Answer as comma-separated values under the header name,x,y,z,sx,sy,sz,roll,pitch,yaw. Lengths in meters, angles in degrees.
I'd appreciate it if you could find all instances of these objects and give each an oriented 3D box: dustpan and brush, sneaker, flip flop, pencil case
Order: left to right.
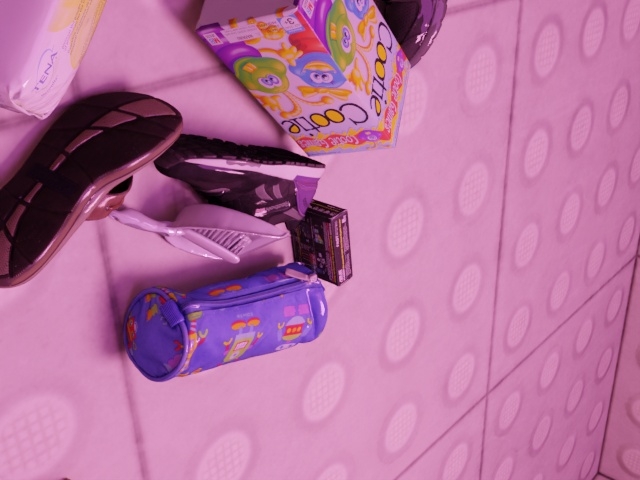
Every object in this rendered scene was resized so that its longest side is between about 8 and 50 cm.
name,x,y,z,sx,sy,sz,roll,pitch,yaw
flip flop,-0.258,-0.056,0.793,0.277,0.112,0.080,-55,166,-22
dustpan and brush,-0.163,-0.012,0.928,0.211,0.147,0.060,28,64,-25
pencil case,-0.113,0.103,1.012,0.306,0.119,0.133,-8,141,-49
sneaker,-0.103,-0.060,0.972,0.283,0.107,0.124,2,110,-51
sneaker,0.119,-0.425,1.092,0.140,0.125,0.340,1,110,-23

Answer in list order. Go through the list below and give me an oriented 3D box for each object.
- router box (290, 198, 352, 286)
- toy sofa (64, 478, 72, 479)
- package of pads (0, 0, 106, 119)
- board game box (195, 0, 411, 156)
name,x,y,z,sx,sy,sz,roll,pitch,yaw
router box,0.000,0.000,1.129,0.038,0.092,0.122,-33,130,-38
toy sofa,-0.288,0.502,0.959,0.177,0.150,0.362,-42,135,-33
package of pads,-0.265,-0.269,0.578,0.101,0.229,0.296,178,-65,-86
board game box,-0.008,-0.242,0.939,0.275,0.144,0.142,43,52,-50
